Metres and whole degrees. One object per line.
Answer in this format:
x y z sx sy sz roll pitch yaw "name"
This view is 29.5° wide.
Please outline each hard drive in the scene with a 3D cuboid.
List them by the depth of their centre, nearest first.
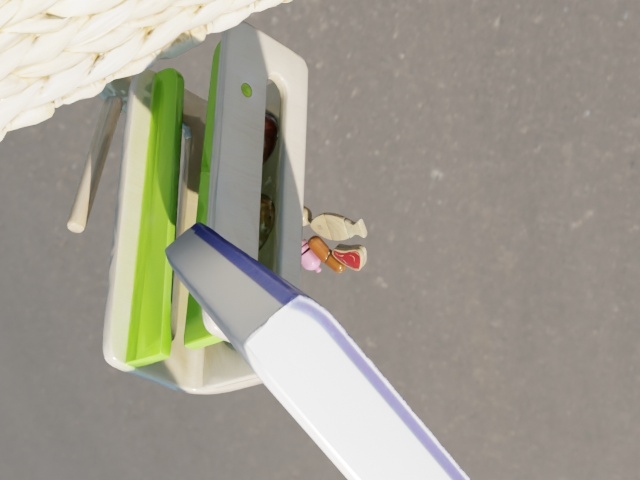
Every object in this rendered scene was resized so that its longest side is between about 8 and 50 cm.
0.009 0.092 0.671 0.210 0.040 0.319 50 174 -13 "hard drive"

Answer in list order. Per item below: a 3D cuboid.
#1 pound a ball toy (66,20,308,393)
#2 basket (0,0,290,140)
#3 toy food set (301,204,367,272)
-0.106 -0.033 1.024 0.208 0.319 0.136 -20 147 37 "pound a ball toy"
-0.191 -0.266 0.644 0.331 0.328 0.266 46 154 32 "basket"
0.000 0.000 1.150 0.122 0.019 0.078 12 129 35 "toy food set"
